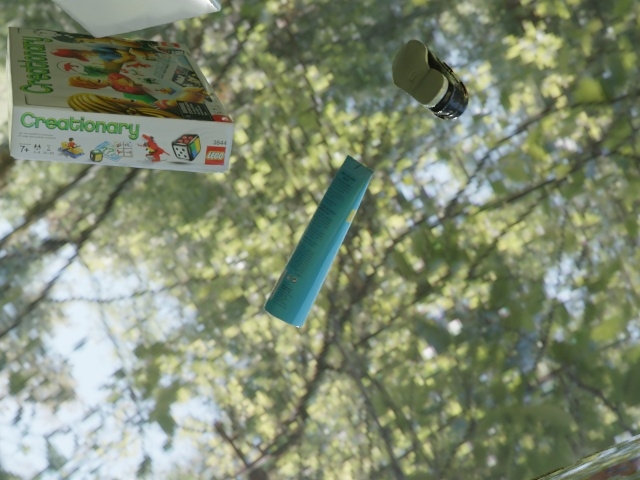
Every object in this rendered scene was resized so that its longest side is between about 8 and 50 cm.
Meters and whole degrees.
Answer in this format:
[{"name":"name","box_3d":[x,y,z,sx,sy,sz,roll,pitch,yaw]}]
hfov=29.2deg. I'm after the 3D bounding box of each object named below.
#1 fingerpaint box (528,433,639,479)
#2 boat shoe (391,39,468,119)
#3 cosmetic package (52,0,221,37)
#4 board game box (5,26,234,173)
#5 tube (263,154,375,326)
[{"name":"fingerpaint box","box_3d":[0.199,0.324,1.098,0.445,0.163,0.371,-27,175,18]},{"name":"boat shoe","box_3d":[0.107,-0.159,1.224,0.049,0.042,0.133,-52,-149,15]},{"name":"cosmetic package","box_3d":[-0.172,-0.269,0.817,0.113,0.160,0.309,-11,165,11]},{"name":"board game box","box_3d":[-0.207,-0.143,1.200,0.193,0.053,0.305,3,-159,-17]},{"name":"tube","box_3d":[0.000,0.000,1.446,0.207,0.052,0.080,-63,-148,7]}]
